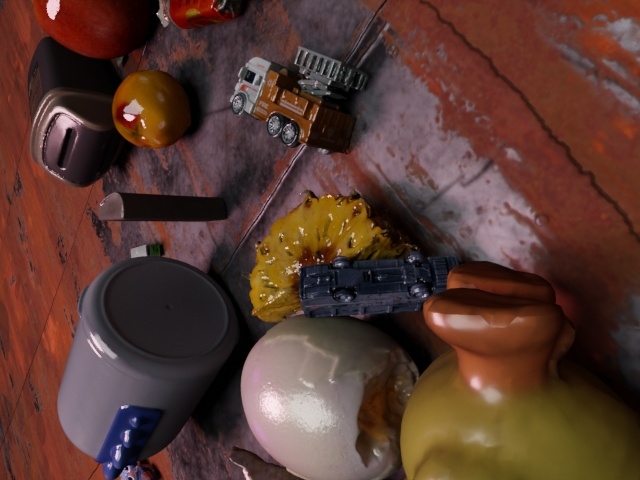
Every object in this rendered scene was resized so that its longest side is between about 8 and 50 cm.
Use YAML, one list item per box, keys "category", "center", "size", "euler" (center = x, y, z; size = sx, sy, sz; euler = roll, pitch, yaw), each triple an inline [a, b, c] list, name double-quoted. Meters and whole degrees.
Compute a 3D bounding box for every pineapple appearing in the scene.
- category: "pineapple"
  center: [0.001, 0.001, 0.612]
  size: [0.233, 0.079, 0.135]
  euler: [-26, 48, 28]

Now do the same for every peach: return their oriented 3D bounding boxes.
- category: "peach"
  center: [-0.295, -0.232, 0.888]
  size: [0.138, 0.138, 0.138]
  euler: [5, 97, 45]

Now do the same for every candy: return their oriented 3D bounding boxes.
- category: "candy"
  center: [-0.189, -0.391, 0.812]
  size: [0.292, 0.059, 0.086]
  euler: [15, 107, 44]

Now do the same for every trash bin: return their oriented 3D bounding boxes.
- category: "trash bin"
  center: [-0.525, -0.276, 1.083]
  size: [0.209, 0.182, 0.290]
  euler: [-52, 53, 36]

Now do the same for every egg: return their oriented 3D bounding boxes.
- category: "egg"
  center: [-0.001, 0.174, 0.579]
  size: [0.217, 0.183, 0.183]
  euler: [-7, 88, 44]

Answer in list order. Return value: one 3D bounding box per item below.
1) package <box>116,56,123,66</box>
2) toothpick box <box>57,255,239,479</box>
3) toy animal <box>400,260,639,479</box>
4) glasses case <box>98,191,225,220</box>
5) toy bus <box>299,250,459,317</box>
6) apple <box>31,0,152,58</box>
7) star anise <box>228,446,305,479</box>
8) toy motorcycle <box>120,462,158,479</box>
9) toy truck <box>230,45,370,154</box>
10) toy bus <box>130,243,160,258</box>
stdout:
- category: "package"
  center: [-0.439, -0.431, 1.093]
  size: [0.037, 0.015, 0.110]
  euler: [-29, 72, 48]
- category: "toothpick box"
  center: [-0.308, 0.233, 0.852]
  size: [0.263, 0.263, 0.355]
  euler: [54, 129, 28]
- category: "toy animal"
  center: [0.160, 0.196, 0.415]
  size: [0.191, 0.216, 0.338]
  euler: [8, 101, 18]
- category: "glasses case"
  center: [-0.245, -0.049, 0.804]
  size: [0.072, 0.190, 0.042]
  euler: [-12, 84, 41]
- category: "toy bus"
  center: [0.061, 0.050, 0.533]
  size: [0.065, 0.165, 0.047]
  euler: [82, -175, -56]
- category: "apple"
  center: [-0.432, -0.462, 0.957]
  size: [0.218, 0.201, 0.218]
  euler: [4, 95, 53]
- category: "star anise"
  center: [0.005, 0.384, 0.605]
  size: [0.349, 0.109, 0.293]
  euler: [4, 116, 48]
- category: "toy motorcycle"
  center: [-0.382, 0.560, 1.081]
  size: [0.114, 0.076, 0.205]
  euler: [-32, 72, 35]
- category: "toy truck"
  center: [-0.035, -0.191, 0.658]
  size: [0.177, 0.080, 0.115]
  euler: [35, 112, 37]
- category: "toy bus"
  center: [-0.357, 0.025, 1.031]
  size: [0.083, 0.037, 0.031]
  euler: [-10, 85, 46]
